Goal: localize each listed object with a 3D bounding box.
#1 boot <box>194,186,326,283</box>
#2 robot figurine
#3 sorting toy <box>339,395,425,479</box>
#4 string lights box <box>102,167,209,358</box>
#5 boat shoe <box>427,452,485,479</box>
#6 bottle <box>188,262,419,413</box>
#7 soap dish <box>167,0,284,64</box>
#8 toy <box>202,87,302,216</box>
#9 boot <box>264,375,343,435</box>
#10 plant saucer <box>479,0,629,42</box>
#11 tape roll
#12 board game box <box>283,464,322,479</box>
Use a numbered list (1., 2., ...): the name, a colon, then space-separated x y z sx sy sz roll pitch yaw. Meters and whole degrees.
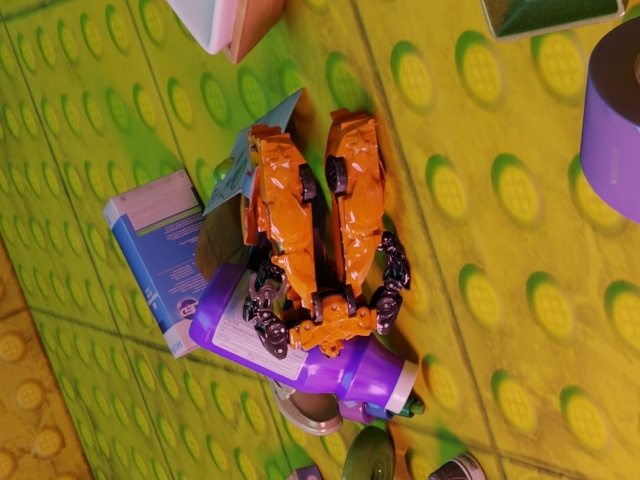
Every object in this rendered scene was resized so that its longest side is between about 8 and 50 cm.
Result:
1. boot: -0.088 -0.010 1.941 0.280 0.096 0.264 -119 38 -58
2. robot figurine: 0.000 0.000 1.647 0.085 0.211 0.291 -135 38 -60
3. sorting toy: 0.109 0.340 1.874 0.126 0.127 0.366 9 122 27
4. string lights box: -0.217 0.035 2.175 0.260 0.133 0.077 63 155 7
5. boat shoe: 0.170 0.368 1.772 0.077 0.070 0.219 30 138 52
6. bottle: -0.018 0.129 1.756 0.282 0.118 0.092 24 131 3
7. soap dish: -0.138 -0.387 1.658 0.291 0.118 0.229 55 153 24
8. toy: -0.075 -0.102 1.828 0.056 0.137 0.237 29 161 -18
9. boot: -0.034 0.156 1.983 0.213 0.077 0.165 53 152 39
10. plant saucer: 0.187 -0.272 1.194 0.188 0.045 0.188 2 113 63
11. tape roll: 0.281 -0.086 0.999 0.189 0.189 0.080 42 147 41
12. board game box: -0.016 0.494 2.197 0.165 0.042 0.243 -51 52 51
